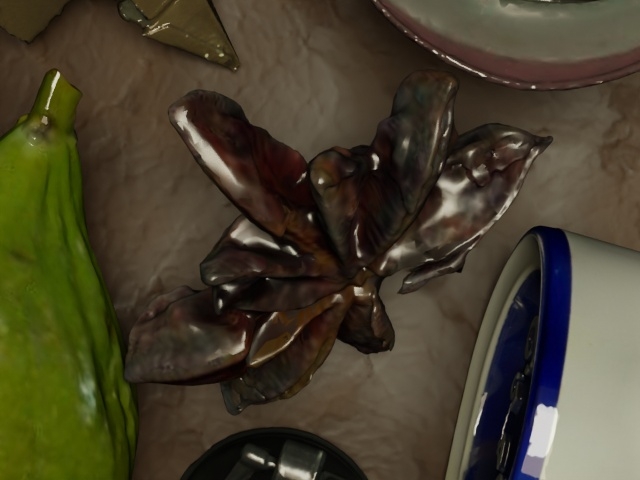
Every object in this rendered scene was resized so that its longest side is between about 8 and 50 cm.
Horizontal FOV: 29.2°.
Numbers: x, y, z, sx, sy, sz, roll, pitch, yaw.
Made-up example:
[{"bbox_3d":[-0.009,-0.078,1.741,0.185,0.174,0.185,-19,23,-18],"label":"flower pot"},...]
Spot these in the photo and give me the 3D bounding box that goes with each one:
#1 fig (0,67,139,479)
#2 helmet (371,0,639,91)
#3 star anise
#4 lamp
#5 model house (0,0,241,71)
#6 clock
[{"bbox_3d":[-0.183,0.090,0.722,0.233,0.233,0.314,40,75,2],"label":"fig"},{"bbox_3d":[0.120,-0.256,0.714,0.270,0.197,0.338,5,96,-5],"label":"helmet"},{"bbox_3d":[0.002,0.001,0.712,0.129,0.212,0.283,49,134,31],"label":"star anise"},{"bbox_3d":[-0.033,0.189,0.702,0.147,0.227,0.172,22,91,2],"label":"lamp"},{"bbox_3d":[-0.135,-0.189,0.751,0.181,0.176,0.248,-43,110,11],"label":"model house"},{"bbox_3d":[0.129,0.111,0.697,0.083,0.230,0.231,14,91,-2],"label":"clock"}]
